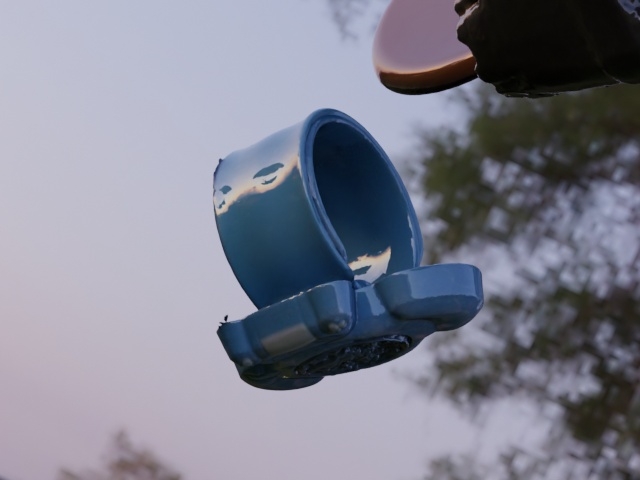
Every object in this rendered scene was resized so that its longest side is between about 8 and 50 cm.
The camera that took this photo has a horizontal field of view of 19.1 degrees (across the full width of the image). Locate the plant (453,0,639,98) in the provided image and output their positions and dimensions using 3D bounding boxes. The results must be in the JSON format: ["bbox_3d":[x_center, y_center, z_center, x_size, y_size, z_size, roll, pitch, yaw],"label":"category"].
[{"bbox_3d":[0.207,-0.180,1.258,0.256,0.164,0.142,-18,-82,42],"label":"plant"}]

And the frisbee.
[{"bbox_3d":[0.141,-0.210,1.524,0.021,0.251,0.251,49,-23,-26],"label":"frisbee"}]

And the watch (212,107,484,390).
[{"bbox_3d":[0.000,0.000,1.455,0.211,0.193,0.211,-13,-19,-5],"label":"watch"}]
